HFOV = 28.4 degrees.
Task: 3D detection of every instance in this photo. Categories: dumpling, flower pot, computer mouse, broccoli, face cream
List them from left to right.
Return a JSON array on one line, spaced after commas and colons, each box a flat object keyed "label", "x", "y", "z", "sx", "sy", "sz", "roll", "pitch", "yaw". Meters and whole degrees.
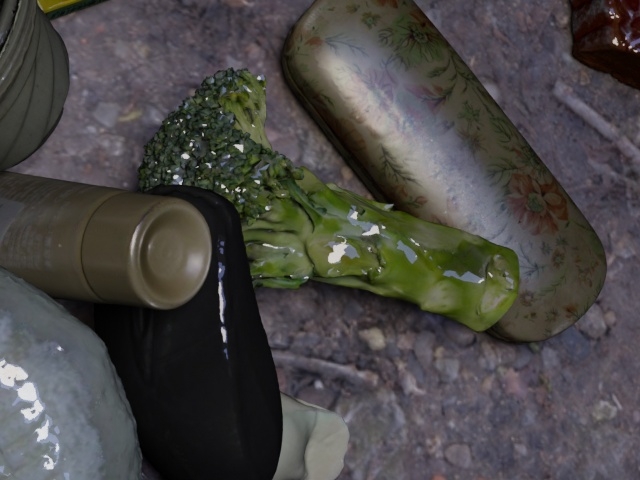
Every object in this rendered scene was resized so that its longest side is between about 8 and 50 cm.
[{"label": "flower pot", "x": -0.300, "y": -0.140, "z": 1.039, "sx": 0.140, "sy": 0.235, "sz": 0.236, "roll": 42, "pitch": 56, "yaw": -56}, {"label": "face cream", "x": -0.231, "y": -0.004, "z": 1.014, "sx": 0.084, "sy": 0.341, "sz": 0.137, "roll": 46, "pitch": 61, "yaw": -41}, {"label": "computer mouse", "x": -0.113, "y": 0.090, "z": 1.014, "sx": 0.086, "sy": 0.137, "sz": 0.270, "roll": -19, "pitch": 97, "yaw": -59}, {"label": "dumpling", "x": -0.092, "y": 0.189, "z": 1.146, "sx": 0.228, "sy": 0.124, "sz": 0.151, "roll": 22, "pitch": 106, "yaw": -13}, {"label": "broccoli", "x": 0.000, "y": 0.009, "z": 1.151, "sx": 0.361, "sy": 0.221, "sz": 0.252, "roll": 28, "pitch": 30, "yaw": 1}]

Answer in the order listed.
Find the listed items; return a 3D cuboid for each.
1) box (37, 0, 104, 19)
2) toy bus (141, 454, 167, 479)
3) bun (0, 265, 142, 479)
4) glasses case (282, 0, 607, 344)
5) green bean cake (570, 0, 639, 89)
[{"label": "box", "x": -0.189, "y": -0.328, "z": 1.252, "sx": 0.279, "sy": 0.041, "sz": 0.153, "roll": -26, "pitch": 88, "yaw": -27}, {"label": "toy bus", "x": -0.119, "y": 0.292, "z": 1.105, "sx": 0.268, "sy": 0.106, "sz": 0.092, "roll": 50, "pitch": 63, "yaw": -9}, {"label": "bun", "x": -0.303, "y": 0.158, "z": 0.952, "sx": 0.354, "sy": 0.194, "sz": 0.355, "roll": 0, "pitch": 93, "yaw": 5}, {"label": "glasses case", "x": 0.129, "y": -0.080, "z": 1.303, "sx": 0.156, "sy": 0.098, "sz": 0.425, "roll": -41, "pitch": 96, "yaw": -20}, {"label": "green bean cake", "x": 0.404, "y": -0.233, "z": 1.462, "sx": 0.232, "sy": 0.097, "sz": 0.199, "roll": 6, "pitch": 76, "yaw": -23}]
